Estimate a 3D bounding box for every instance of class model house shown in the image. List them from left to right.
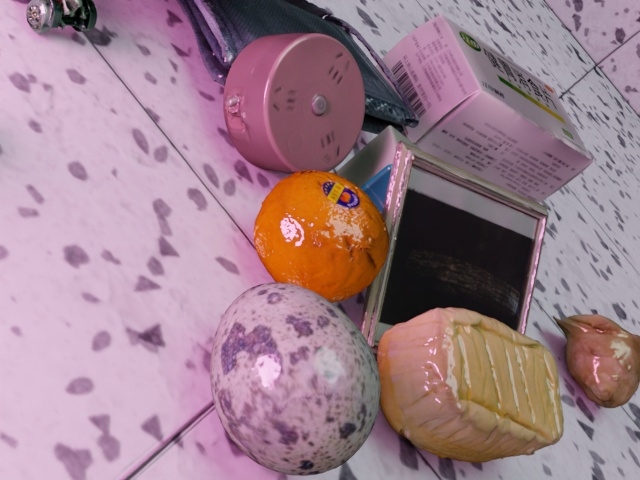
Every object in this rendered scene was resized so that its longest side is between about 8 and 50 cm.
[{"bbox_3d":[0.092,-0.037,1.104,0.127,0.100,0.149,35,30,-24],"label":"model house"}]

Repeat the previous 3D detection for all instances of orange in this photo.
[{"bbox_3d":[-0.001,0.001,0.921,0.135,0.118,0.135,20,26,-10],"label":"orange"}]

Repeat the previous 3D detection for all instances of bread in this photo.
[{"bbox_3d":[0.152,0.151,0.956,0.236,0.106,0.140,23,53,-43],"label":"bread"}]

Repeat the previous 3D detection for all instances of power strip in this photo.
[{"bbox_3d":[-0.028,-0.146,1.013,0.154,0.078,0.154,-11,106,-43],"label":"power strip"}]

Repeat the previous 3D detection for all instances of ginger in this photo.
[{"bbox_3d":[0.408,0.184,1.312,0.193,0.115,0.123,32,55,-42],"label":"ginger"}]

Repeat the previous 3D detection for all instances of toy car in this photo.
[{"bbox_3d":[-0.273,-0.263,0.909,0.143,0.054,0.073,55,31,11],"label":"toy car"}]

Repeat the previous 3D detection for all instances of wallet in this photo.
[{"bbox_3d":[-0.045,-0.243,1.184,0.342,0.075,0.237,8,43,-47],"label":"wallet"}]

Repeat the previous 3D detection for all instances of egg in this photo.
[{"bbox_3d":[-0.024,0.106,0.754,0.132,0.132,0.172,21,29,-41],"label":"egg"}]

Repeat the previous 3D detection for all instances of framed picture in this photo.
[{"bbox_3d":[0.161,0.039,1.056,0.293,0.018,0.231,17,83,-44],"label":"framed picture"}]

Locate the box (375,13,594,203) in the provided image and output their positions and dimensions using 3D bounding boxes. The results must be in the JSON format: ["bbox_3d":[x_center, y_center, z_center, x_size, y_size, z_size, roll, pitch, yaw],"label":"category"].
[{"bbox_3d":[0.256,-0.192,1.463,0.332,0.145,0.173,20,39,-41],"label":"box"}]
